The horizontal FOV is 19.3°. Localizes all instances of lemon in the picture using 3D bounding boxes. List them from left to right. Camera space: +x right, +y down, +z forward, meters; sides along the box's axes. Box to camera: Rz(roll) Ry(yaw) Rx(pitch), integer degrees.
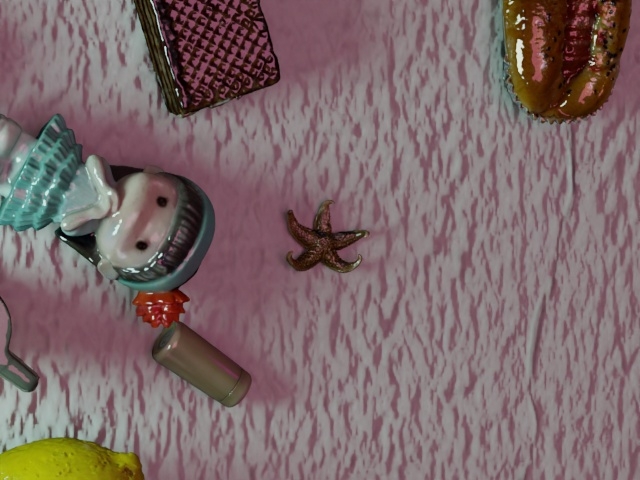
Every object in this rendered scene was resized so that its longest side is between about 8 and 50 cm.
[{"bbox_3d":[-0.244,0.266,1.712,0.206,0.173,0.173,-21,101,-7],"label":"lemon"}]

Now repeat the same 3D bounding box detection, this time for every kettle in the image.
[{"bbox_3d":[-0.324,0.082,1.680,0.098,0.148,0.127,-21,101,-18],"label":"kettle"}]

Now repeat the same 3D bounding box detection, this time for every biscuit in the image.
[{"bbox_3d":[-0.123,-0.248,1.767,0.106,0.070,0.252,-19,100,-18],"label":"biscuit"}]

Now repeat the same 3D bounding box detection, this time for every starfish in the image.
[{"bbox_3d":[0.000,0.000,1.852,0.091,0.028,0.078,37,76,-15],"label":"starfish"}]

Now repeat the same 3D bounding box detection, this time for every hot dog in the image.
[{"bbox_3d":[0.250,-0.249,1.895,0.144,0.075,0.268,8,94,-22],"label":"hot dog"}]

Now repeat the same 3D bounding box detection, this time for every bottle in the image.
[{"bbox_3d":[-0.113,0.121,1.813,0.096,0.045,0.045,38,82,-21],"label":"bottle"}]

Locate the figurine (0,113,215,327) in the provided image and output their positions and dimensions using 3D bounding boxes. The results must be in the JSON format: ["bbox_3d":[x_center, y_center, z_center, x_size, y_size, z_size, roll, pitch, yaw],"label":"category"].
[{"bbox_3d":[-0.215,-0.027,1.737,0.245,0.110,0.138,27,95,-16],"label":"figurine"}]
